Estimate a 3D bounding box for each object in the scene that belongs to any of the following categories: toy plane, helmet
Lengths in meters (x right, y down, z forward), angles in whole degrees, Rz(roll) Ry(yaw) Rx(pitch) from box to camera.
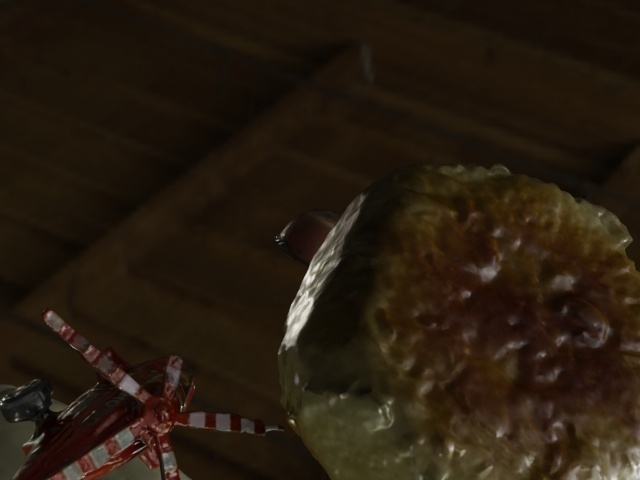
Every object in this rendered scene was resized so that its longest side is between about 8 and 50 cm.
[{"bbox_3d":[-0.114,0.110,0.789,0.077,0.126,0.194,-18,-148,46],"label":"toy plane"},{"bbox_3d":[0.000,-0.001,1.455,0.065,0.049,0.084,28,180,-23],"label":"helmet"}]

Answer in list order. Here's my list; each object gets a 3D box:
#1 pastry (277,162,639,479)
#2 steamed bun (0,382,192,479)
[{"bbox_3d":[0.070,0.056,0.836,0.182,0.093,0.192,22,-130,-16],"label":"pastry"},{"bbox_3d":[-0.201,0.255,1.372,0.383,0.236,0.247,36,-136,0],"label":"steamed bun"}]
